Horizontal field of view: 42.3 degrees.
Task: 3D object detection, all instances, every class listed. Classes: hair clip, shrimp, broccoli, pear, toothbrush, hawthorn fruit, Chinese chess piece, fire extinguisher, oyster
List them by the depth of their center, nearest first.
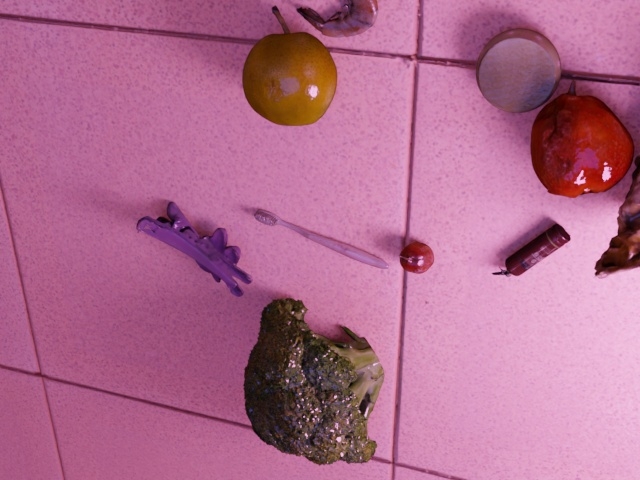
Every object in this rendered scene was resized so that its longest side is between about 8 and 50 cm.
[{"bbox_3d":[0.562,-0.089,1.337,0.114,0.238,0.351,23,130,7],"label":"oyster"},{"bbox_3d":[0.439,-0.159,1.408,0.173,0.173,0.179,-43,69,35],"label":"hawthorn fruit"},{"bbox_3d":[0.340,-0.291,1.422,0.144,0.058,0.144,9,120,15],"label":"Chinese chess piece"},{"bbox_3d":[0.016,-0.453,1.474,0.147,0.035,0.195,-10,116,29],"label":"shrimp"},{"bbox_3d":[-0.055,-0.318,1.513,0.180,0.166,0.216,5,100,34],"label":"pear"},{"bbox_3d":[0.406,0.027,1.588,0.064,0.043,0.158,14,138,-39],"label":"fire extinguisher"},{"bbox_3d":[0.184,0.037,1.647,0.066,0.103,0.067,3,97,28],"label":"hawthorn fruit"},{"bbox_3d":[0.000,0.000,1.742,0.307,0.029,0.025,22,117,8],"label":"toothbrush"},{"bbox_3d":[-0.016,0.316,1.780,0.310,0.321,0.414,-27,89,23],"label":"broccoli"},{"bbox_3d":[-0.265,0.009,1.826,0.278,0.090,0.137,33,125,-5],"label":"hair clip"}]
